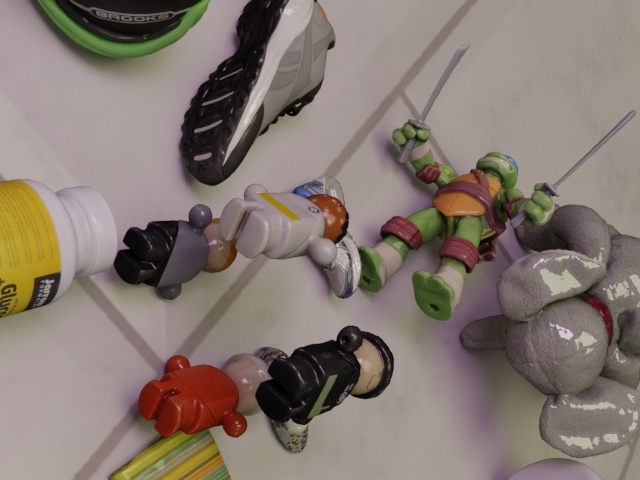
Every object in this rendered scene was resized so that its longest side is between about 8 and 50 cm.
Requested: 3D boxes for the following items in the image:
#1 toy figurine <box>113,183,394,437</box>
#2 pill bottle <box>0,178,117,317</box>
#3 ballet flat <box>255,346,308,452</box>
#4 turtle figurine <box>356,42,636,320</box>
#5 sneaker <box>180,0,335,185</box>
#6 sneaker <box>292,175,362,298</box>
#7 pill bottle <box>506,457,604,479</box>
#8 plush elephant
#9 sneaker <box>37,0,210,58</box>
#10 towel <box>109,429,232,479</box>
[{"bbox_3d":[-0.057,0.061,0.795,0.148,0.213,0.210,-5,80,-54],"label":"toy figurine"},{"bbox_3d":[-0.253,0.009,0.693,0.184,0.103,0.103,-16,91,-44],"label":"pill bottle"},{"bbox_3d":[-0.033,0.160,0.908,0.041,0.041,0.114,-25,98,-44],"label":"ballet flat"},{"bbox_3d":[0.154,-0.062,1.022,0.198,0.275,0.266,40,59,1],"label":"turtle figurine"},{"bbox_3d":[-0.050,-0.158,0.930,0.108,0.100,0.272,47,52,-31],"label":"sneaker"},{"bbox_3d":[0.000,0.000,0.978,0.058,0.052,0.135,-10,80,-34],"label":"sneaker"},{"bbox_3d":[0.347,0.421,1.106,0.318,0.176,0.176,46,53,-26],"label":"pill bottle"},{"bbox_3d":[0.298,0.102,1.096,0.255,0.330,0.272,-15,98,-26],"label":"plush elephant"},{"bbox_3d":[-0.246,-0.371,0.723,0.483,0.202,0.185,45,52,-26],"label":"sneaker"},{"bbox_3d":[-0.103,0.288,0.826,0.102,0.021,0.237,-29,101,-38],"label":"towel"}]
